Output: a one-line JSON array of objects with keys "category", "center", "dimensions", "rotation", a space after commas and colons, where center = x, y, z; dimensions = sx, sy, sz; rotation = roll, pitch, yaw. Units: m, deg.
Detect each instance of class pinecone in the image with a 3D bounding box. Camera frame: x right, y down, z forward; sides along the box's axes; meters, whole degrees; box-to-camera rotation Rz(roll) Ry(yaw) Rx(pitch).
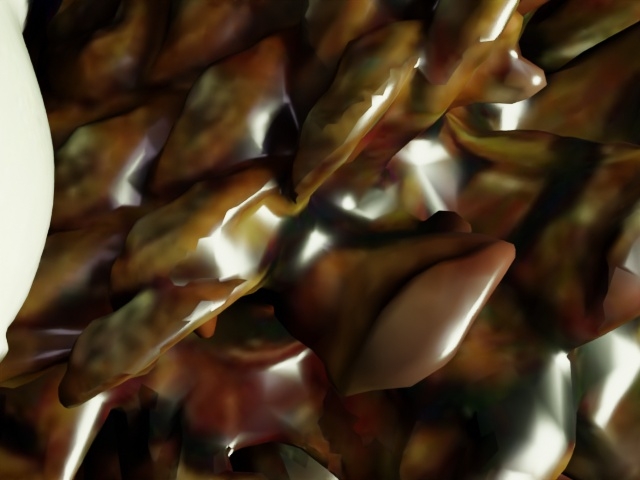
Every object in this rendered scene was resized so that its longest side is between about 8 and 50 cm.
[{"category": "pinecone", "center": [0.000, 0.000, 0.582], "dimensions": [0.397, 0.397, 0.398], "rotation": [7, 76, -29]}]

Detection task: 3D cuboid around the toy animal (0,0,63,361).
[{"category": "toy animal", "center": [-0.164, -0.070, 0.380], "dimensions": [0.212, 0.212, 0.267], "rotation": [25, 60, -24]}]
